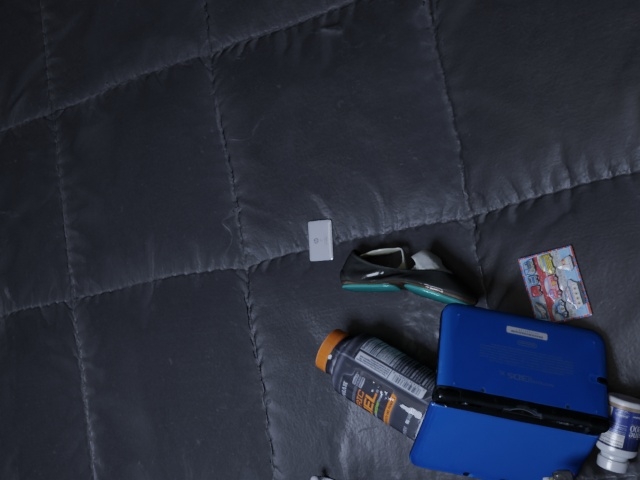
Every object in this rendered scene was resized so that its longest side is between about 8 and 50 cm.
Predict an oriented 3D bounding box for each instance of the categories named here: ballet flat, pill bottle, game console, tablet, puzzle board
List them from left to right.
[{"bbox_3d":[0.000,0.000,1.457,0.054,0.006,0.083,-5,85,26],"label":"tablet"},{"bbox_3d":[0.111,0.261,1.323,0.245,0.130,0.131,28,99,25],"label":"pill bottle"},{"bbox_3d":[0.165,0.062,1.330,0.280,0.095,0.096,7,79,26],"label":"ballet flat"},{"bbox_3d":[0.320,0.273,1.211,0.292,0.173,0.250,12,62,-4],"label":"game console"},{"bbox_3d":[0.416,0.082,1.250,0.096,0.011,0.128,-18,81,24],"label":"puzzle board"},{"bbox_3d":[0.498,0.320,1.167,0.067,0.067,0.120,13,93,26],"label":"pill bottle"}]

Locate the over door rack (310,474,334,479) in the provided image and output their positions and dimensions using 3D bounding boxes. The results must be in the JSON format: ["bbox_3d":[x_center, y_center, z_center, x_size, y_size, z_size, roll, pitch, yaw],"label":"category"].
[{"bbox_3d":[0.054,0.592,1.269,0.324,0.108,0.240,8,79,52],"label":"over door rack"}]

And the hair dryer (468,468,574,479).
[{"bbox_3d":[0.360,0.532,1.161,0.223,0.080,0.294,-24,71,30],"label":"hair dryer"}]
